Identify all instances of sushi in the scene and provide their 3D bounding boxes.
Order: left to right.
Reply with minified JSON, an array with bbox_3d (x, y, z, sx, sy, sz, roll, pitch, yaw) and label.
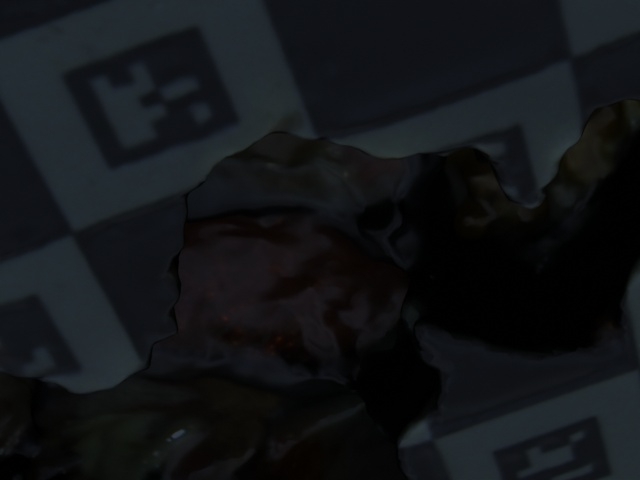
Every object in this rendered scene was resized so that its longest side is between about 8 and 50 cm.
[{"bbox_3d":[0.000,0.000,0.454,0.294,0.292,0.059,0,44,-16],"label":"sushi"}]
